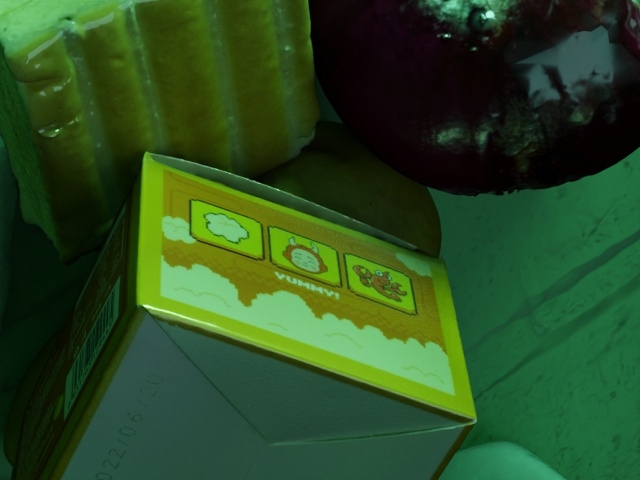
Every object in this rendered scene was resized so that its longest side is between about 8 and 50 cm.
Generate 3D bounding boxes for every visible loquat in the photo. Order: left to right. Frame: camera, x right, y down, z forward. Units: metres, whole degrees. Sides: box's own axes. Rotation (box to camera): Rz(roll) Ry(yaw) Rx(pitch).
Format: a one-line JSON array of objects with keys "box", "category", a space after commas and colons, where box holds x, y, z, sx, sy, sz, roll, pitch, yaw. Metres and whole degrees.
[{"box": [0.000, 0.000, 1.471, 0.208, 0.208, 0.208, -16, 122, -27], "category": "loquat"}]

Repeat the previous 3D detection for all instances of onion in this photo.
[{"box": [0.113, -0.192, 1.383, 0.260, 0.337, 0.282, -17, 170, 9], "category": "onion"}]

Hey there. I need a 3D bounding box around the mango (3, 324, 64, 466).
[{"box": [-0.198, 0.127, 1.473, 0.102, 0.085, 0.184, 31, 92, -32], "category": "mango"}]

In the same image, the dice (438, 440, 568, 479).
[{"box": [0.206, 0.385, 1.768, 0.268, 0.264, 0.262, -48, 131, -3], "category": "dice"}]

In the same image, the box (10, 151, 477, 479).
[{"box": [-0.069, 0.129, 1.303, 0.259, 0.214, 0.283, 19, 122, -18], "category": "box"}]

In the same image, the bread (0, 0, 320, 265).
[{"box": [-0.128, -0.120, 1.311, 0.239, 0.111, 0.246, -27, 141, -15], "category": "bread"}]

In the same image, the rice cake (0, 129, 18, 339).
[{"box": [-0.299, 0.007, 1.370, 0.124, 0.038, 0.211, -9, 119, -30], "category": "rice cake"}]
